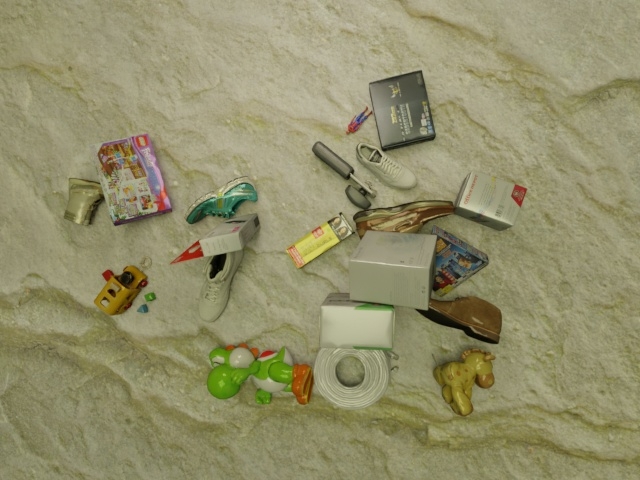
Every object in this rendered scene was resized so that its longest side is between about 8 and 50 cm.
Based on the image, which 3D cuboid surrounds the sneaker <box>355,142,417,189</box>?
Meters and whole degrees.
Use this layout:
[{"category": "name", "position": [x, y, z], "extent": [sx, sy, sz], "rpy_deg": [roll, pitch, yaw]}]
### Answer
[{"category": "sneaker", "position": [0.216, -0.246, 1.379], "extent": [0.235, 0.095, 0.090], "rpy_deg": [32, 90, 6]}]

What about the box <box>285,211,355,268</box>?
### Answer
[{"category": "box", "position": [0.000, 0.000, 1.411], "extent": [0.232, 0.058, 0.087], "rpy_deg": [-33, 84, 5]}]

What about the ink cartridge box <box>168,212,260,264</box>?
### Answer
[{"category": "ink cartridge box", "position": [-0.338, -0.012, 1.346], "extent": [0.238, 0.275, 0.060], "rpy_deg": [-11, 105, 6]}]

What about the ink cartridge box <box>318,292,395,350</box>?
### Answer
[{"category": "ink cartridge box", "position": [0.115, 0.238, 1.270], "extent": [0.210, 0.289, 0.122], "rpy_deg": [0, 91, 7]}]

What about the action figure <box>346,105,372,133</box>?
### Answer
[{"category": "action figure", "position": [0.129, -0.413, 1.432], "extent": [0.038, 0.030, 0.115], "rpy_deg": [43, 95, 2]}]

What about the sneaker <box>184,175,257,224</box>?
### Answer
[{"category": "sneaker", "position": [-0.348, -0.123, 1.444], "extent": [0.275, 0.107, 0.110], "rpy_deg": [-27, 93, 5]}]

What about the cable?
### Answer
[{"category": "cable", "position": [0.102, 0.428, 1.361], "extent": [0.257, 0.089, 0.257], "rpy_deg": [35, 92, 7]}]

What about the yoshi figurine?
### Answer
[{"category": "yoshi figurine", "position": [-0.215, 0.462, 1.351], "extent": [0.361, 0.203, 0.204], "rpy_deg": [10, 97, 13]}]

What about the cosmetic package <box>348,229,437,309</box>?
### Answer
[{"category": "cosmetic package", "position": [0.219, 0.077, 1.222], "extent": [0.224, 0.224, 0.138], "rpy_deg": [3, 115, 20]}]

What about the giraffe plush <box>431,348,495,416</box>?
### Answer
[{"category": "giraffe plush", "position": [0.458, 0.414, 1.284], "extent": [0.170, 0.181, 0.211], "rpy_deg": [-21, 102, -6]}]

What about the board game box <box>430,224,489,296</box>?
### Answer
[{"category": "board game box", "position": [0.391, 0.054, 1.318], "extent": [0.194, 0.060, 0.194], "rpy_deg": [42, 120, -7]}]

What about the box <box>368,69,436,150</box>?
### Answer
[{"category": "box", "position": [0.273, -0.435, 1.398], "extent": [0.183, 0.059, 0.233], "rpy_deg": [-11, 86, 8]}]

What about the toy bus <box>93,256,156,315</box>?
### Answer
[{"category": "toy bus", "position": [-0.705, 0.167, 1.469], "extent": [0.190, 0.104, 0.203], "rpy_deg": [-9, 86, 6]}]

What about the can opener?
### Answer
[{"category": "can opener", "position": [0.076, -0.224, 1.405], "extent": [0.280, 0.074, 0.093], "rpy_deg": [45, 94, 7]}]

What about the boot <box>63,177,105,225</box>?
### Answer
[{"category": "boot", "position": [-0.833, -0.133, 1.517], "extent": [0.212, 0.077, 0.165], "rpy_deg": [12, 90, 8]}]

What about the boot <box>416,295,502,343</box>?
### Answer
[{"category": "boot", "position": [0.436, 0.223, 1.335], "extent": [0.304, 0.112, 0.115], "rpy_deg": [22, 74, 2]}]

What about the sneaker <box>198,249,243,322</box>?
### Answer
[{"category": "sneaker", "position": [-0.363, 0.146, 1.396], "extent": [0.107, 0.169, 0.293], "rpy_deg": [20, 91, 6]}]

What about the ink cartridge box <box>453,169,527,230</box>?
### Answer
[{"category": "ink cartridge box", "position": [0.528, -0.125, 1.313], "extent": [0.176, 0.127, 0.128], "rpy_deg": [22, 87, 8]}]

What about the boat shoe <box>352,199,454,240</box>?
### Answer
[{"category": "boat shoe", "position": [0.273, -0.061, 1.359], "extent": [0.323, 0.122, 0.120], "rpy_deg": [-9, 94, 13]}]

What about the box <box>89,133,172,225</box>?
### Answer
[{"category": "box", "position": [-0.670, -0.218, 1.471], "extent": [0.200, 0.057, 0.294], "rpy_deg": [-17, 84, -19]}]
